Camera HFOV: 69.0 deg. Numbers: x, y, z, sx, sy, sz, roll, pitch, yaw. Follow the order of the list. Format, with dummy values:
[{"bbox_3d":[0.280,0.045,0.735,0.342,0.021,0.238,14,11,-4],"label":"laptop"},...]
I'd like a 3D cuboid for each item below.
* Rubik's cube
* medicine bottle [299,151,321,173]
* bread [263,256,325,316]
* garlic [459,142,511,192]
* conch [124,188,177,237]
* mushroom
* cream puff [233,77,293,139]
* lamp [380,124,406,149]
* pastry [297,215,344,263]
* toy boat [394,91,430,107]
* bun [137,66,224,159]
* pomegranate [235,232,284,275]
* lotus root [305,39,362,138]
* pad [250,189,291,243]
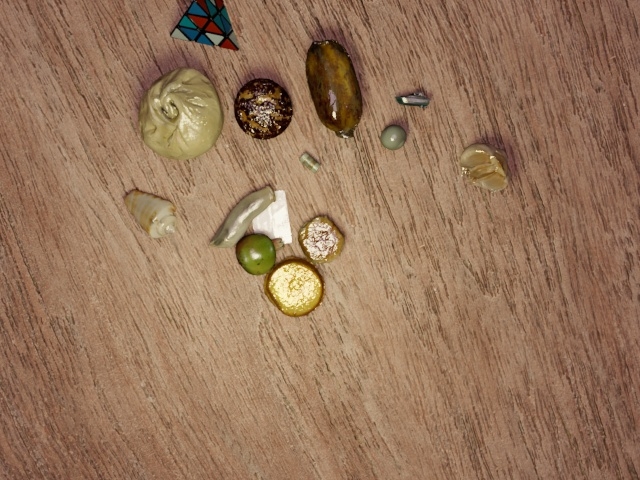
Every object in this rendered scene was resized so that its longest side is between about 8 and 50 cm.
[{"bbox_3d":[-0.401,-0.834,1.810,0.234,0.250,0.284,41,89,-24],"label":"Rubik's cube"},{"bbox_3d":[-0.043,-0.321,1.920,0.083,0.047,0.047,41,94,-5],"label":"medicine bottle"},{"bbox_3d":[-0.102,0.193,1.927,0.269,0.146,0.268,0,94,-4],"label":"bread"},{"bbox_3d":[0.673,-0.315,1.890,0.229,0.178,0.142,38,63,-22],"label":"garlic"},{"bbox_3d":[-0.695,-0.108,1.896,0.255,0.127,0.158,30,96,-3],"label":"conch"},{"bbox_3d":[-0.322,-0.092,1.916,0.109,0.097,0.351,43,93,6],"label":"mushroom"},{"bbox_3d":[-0.228,-0.519,1.837,0.239,0.165,0.238,0,97,-3],"label":"cream puff"},{"bbox_3d":[0.295,-0.417,1.886,0.105,0.105,0.105,0,96,-1],"label":"lamp"},{"bbox_3d":[0.000,0.000,1.931,0.182,0.093,0.192,-39,94,0],"label":"pastry"},{"bbox_3d":[0.371,-0.573,1.892,0.141,0.055,0.060,5,104,-1],"label":"toy boat"},{"bbox_3d":[-0.546,-0.481,1.810,0.362,0.234,0.326,-44,100,10],"label":"bun"},{"bbox_3d":[-0.241,0.044,1.903,0.210,0.180,0.179,-22,97,-25],"label":"pomegranate"},{"bbox_3d":[0.055,-0.592,1.824,0.196,0.179,0.397,-14,95,3],"label":"lotus root"},{"bbox_3d":[-0.211,-0.090,1.964,0.157,0.004,0.231,-7,96,0],"label":"pad"}]
